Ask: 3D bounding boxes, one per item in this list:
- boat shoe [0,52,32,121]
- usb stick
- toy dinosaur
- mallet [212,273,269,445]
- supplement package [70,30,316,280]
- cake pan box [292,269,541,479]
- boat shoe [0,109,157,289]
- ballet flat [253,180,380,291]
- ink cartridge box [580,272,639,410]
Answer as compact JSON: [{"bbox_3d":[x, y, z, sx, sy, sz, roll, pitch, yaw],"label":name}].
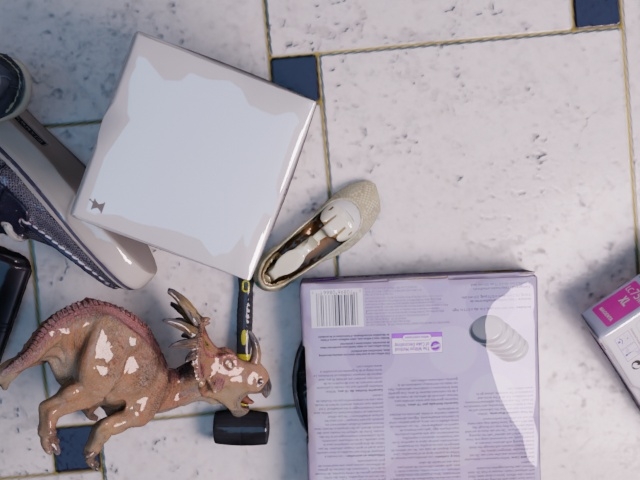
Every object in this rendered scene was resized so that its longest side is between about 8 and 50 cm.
[{"bbox_3d":[-0.411,-0.131,1.327,0.254,0.079,0.095,-6,87,10],"label":"boat shoe"},{"bbox_3d":[-0.388,0.136,1.466,0.077,0.045,0.278,19,95,-9],"label":"usb stick"},{"bbox_3d":[-0.205,0.116,1.375,0.200,0.295,0.127,-46,50,7],"label":"toy dinosaur"},{"bbox_3d":[-0.074,0.131,1.474,0.062,0.039,0.190,9,91,-1],"label":"mallet"},{"bbox_3d":[-0.112,-0.085,1.323,0.175,0.293,0.177,21,96,-2],"label":"supplement package"},{"bbox_3d":[0.103,0.158,1.460,0.267,0.070,0.246,-4,93,0],"label":"cake pan box"},{"bbox_3d":[-0.335,-0.042,1.421,0.158,0.127,0.340,-44,86,9],"label":"boat shoe"},{"bbox_3d":[0.000,0.000,1.449,0.168,0.052,0.057,-41,93,1],"label":"ballet flat"},{"bbox_3d":[0.446,0.062,1.422,0.311,0.065,0.186,-34,121,5],"label":"ink cartridge box"}]
